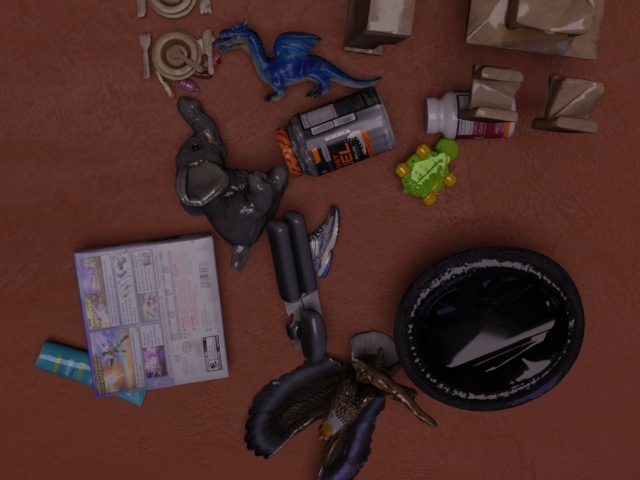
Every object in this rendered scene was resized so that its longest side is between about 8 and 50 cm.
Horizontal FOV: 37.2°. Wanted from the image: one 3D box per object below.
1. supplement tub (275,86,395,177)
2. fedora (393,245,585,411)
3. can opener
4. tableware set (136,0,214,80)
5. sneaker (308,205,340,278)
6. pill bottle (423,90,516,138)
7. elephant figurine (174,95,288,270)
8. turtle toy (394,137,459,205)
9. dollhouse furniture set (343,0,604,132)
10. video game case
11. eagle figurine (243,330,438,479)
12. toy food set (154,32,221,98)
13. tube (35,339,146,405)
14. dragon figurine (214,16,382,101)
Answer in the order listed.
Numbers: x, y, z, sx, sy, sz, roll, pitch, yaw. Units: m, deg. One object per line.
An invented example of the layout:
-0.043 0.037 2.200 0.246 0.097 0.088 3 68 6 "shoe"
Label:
0.025 -0.183 1.653 0.191 0.117 0.117 -20 101 3 "supplement tub"
0.296 0.144 1.710 0.334 0.152 0.333 0 102 1 "fedora"
-0.030 0.082 1.696 0.074 0.093 0.280 -29 120 -31 "can opener"
-0.251 -0.374 1.629 0.128 0.039 0.194 -5 92 -1 "tableware set"
0.000 0.000 1.724 0.058 0.052 0.135 15 100 -1 "sneaker"
0.260 -0.221 1.669 0.152 0.086 0.086 -1 102 -1 "pill bottle"
-0.190 -0.105 1.659 0.240 0.186 0.169 27 133 3 "elephant figurine"
0.196 -0.131 1.695 0.130 0.066 0.095 -43 101 6 "turtle toy"
0.256 -0.377 1.552 0.395 0.256 0.361 6 96 -8 "dollhouse furniture set"
-0.303 0.132 1.717 0.245 0.061 0.269 -7 101 -11 "video game case"
0.028 0.318 1.744 0.298 0.225 0.226 -46 56 36 "eagle figurine"
-0.225 -0.303 1.671 0.122 0.019 0.077 -30 101 -4 "toy food set"
-0.420 0.242 1.763 0.207 0.052 0.080 19 107 -11 "tube"
-0.037 -0.317 1.639 0.289 0.085 0.143 -4 102 0 "dragon figurine"
